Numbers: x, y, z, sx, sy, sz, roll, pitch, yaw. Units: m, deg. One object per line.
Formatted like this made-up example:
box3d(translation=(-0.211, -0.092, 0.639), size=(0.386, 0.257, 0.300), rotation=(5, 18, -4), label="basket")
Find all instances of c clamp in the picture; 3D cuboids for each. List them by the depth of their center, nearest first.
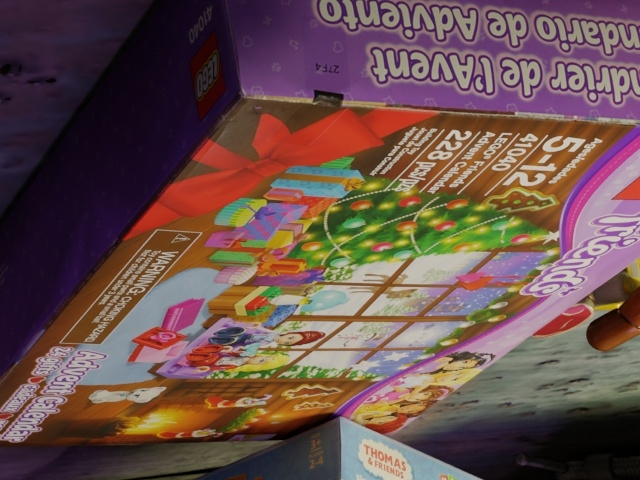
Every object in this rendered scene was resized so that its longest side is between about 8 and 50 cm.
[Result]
box3d(translation=(0.209, 0.125, 1.101), size=(0.161, 0.022, 0.137), rotation=(-8, 169, 27), label="c clamp")

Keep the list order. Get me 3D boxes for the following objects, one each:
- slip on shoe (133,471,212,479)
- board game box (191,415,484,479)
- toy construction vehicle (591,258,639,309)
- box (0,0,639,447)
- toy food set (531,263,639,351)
box3d(translation=(-0.127, 0.192, 1.049), size=(0.331, 0.101, 0.123), rotation=(-7, 159, -4), label="slip on shoe")
box3d(translation=(-0.014, 0.151, 0.896), size=(0.211, 0.039, 0.160), rotation=(-26, 141, 36), label="board game box")
box3d(translation=(0.162, 0.015, 0.847), size=(0.098, 0.035, 0.086), rotation=(15, 158, -42), label="toy construction vehicle")
box3d(translation=(0.000, 0.000, 0.697), size=(0.201, 0.057, 0.293), rotation=(1, 155, -27), label="box")
box3d(translation=(0.129, 0.024, 0.800), size=(0.122, 0.019, 0.078), rotation=(-5, 137, 15), label="toy food set")
